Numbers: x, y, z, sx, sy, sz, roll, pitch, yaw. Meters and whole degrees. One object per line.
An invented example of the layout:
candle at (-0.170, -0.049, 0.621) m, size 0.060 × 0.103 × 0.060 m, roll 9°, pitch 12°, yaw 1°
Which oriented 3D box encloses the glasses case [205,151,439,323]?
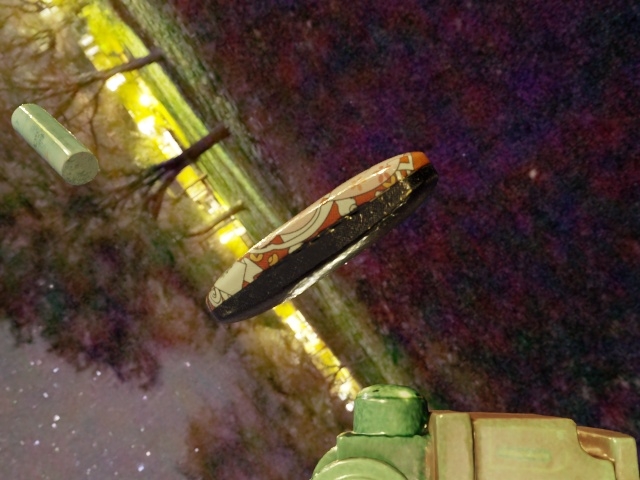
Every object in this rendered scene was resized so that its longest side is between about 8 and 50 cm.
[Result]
glasses case at (0.000, 0.000, 0.585) m, size 0.067 × 0.266 × 0.103 m, roll 57°, pitch -171°, yaw 7°

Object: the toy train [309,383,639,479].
toy train at (0.093, 0.252, 0.378) m, size 0.150 × 0.221 × 0.305 m, roll 71°, pitch -159°, yaw -75°

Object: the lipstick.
lipstick at (-0.339, -0.124, 0.738) m, size 0.158 × 0.048 × 0.048 m, roll 36°, pitch 164°, yaw 33°
